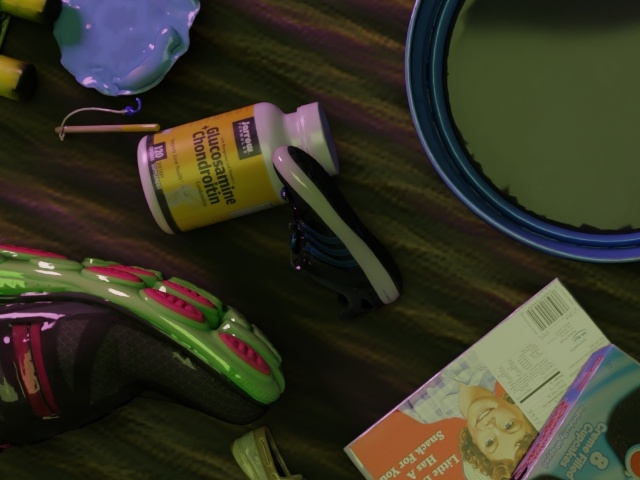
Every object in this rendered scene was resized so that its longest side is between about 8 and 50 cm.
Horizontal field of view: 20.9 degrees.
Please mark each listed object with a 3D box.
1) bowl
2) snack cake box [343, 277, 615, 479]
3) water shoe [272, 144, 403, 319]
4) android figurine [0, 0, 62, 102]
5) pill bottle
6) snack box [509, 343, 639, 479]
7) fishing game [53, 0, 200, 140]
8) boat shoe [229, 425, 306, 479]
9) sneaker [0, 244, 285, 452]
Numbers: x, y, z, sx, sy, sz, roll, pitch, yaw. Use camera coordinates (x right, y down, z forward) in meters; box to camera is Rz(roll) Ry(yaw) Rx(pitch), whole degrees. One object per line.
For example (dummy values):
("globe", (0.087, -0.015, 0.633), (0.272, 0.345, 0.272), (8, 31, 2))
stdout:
("bowl", (0.280, -0.170, 1.678), (0.391, 0.077, 0.391), (-1, 85, 9))
("snack cake box", (0.172, 0.175, 1.658), (0.264, 0.089, 0.152), (-39, 83, 4))
("water shoe", (0.000, 0.000, 1.665), (0.080, 0.073, 0.203), (-31, 118, 14))
("android figurine", (-0.410, -0.240, 1.793), (0.272, 0.056, 0.248), (20, 89, 12))
("pill bottle", (-0.080, -0.077, 1.710), (0.184, 0.103, 0.103), (-16, 83, 7))
("snack box", (0.241, 0.275, 1.532), (0.187, 0.060, 0.322), (36, 76, -2))
("fishing game", (-0.190, -0.233, 1.755), (0.189, 0.041, 0.264), (-4, 79, 33))
("boat shoe", (-0.036, 0.243, 1.703), (0.045, 0.050, 0.135), (-37, 81, 9))
("sneaker", (-0.258, 0.116, 1.699), (0.482, 0.185, 0.202), (10, 94, 19))
